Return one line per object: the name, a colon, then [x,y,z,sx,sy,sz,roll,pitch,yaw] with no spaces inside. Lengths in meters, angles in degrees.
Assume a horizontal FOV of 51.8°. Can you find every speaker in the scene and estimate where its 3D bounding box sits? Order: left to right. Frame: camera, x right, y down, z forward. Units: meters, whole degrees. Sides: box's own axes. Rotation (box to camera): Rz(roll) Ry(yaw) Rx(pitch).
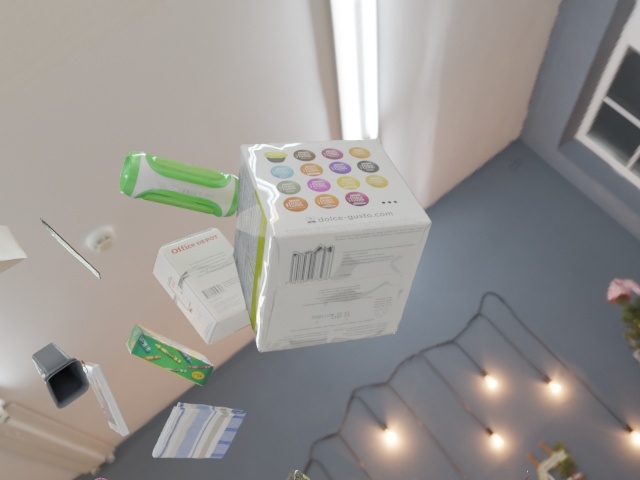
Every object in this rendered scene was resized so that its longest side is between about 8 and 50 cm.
speaker: [-0.363,-0.145,1.722,0.296,0.131,0.131,12,-52,-26]

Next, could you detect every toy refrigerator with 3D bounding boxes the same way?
toy refrigerator: [-0.813,0.027,1.606,0.094,0.102,0.269,-32,7,-9]

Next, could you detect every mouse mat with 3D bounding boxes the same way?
mouse mat: [-0.498,0.020,1.324,0.007,0.152,0.189,-47,9,-18]

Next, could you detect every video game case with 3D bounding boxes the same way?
video game case: [-0.586,0.428,1.791,0.023,0.201,0.183,-24,4,-28]

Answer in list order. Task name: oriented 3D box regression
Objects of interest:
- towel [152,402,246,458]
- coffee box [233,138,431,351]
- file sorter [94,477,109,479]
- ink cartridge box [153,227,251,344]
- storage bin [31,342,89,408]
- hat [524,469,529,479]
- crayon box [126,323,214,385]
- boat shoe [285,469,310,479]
towel: [-0.397,0.638,2.183,0.285,0.034,0.209,19,-78,-42]
coffee box: [0.000,0.000,1.498,0.337,0.334,0.338,-5,-49,-17]
file sorter: [-0.664,0.821,1.841,0.290,0.202,0.182,-34,-48,18]
ink cartridge box: [-0.304,0.121,1.854,0.207,0.283,0.117,-23,-28,-41]
storage bin: [-0.587,0.294,1.488,0.098,0.091,0.135,-36,-30,-31]
hat: [0.342,0.615,1.425,0.208,0.173,0.183,-11,12,41]
crayon box: [-0.520,0.394,2.270,0.081,0.278,0.165,-62,22,-7]
boat shoe: [-0.013,0.701,1.629,0.109,0.305,0.091,-18,23,19]
